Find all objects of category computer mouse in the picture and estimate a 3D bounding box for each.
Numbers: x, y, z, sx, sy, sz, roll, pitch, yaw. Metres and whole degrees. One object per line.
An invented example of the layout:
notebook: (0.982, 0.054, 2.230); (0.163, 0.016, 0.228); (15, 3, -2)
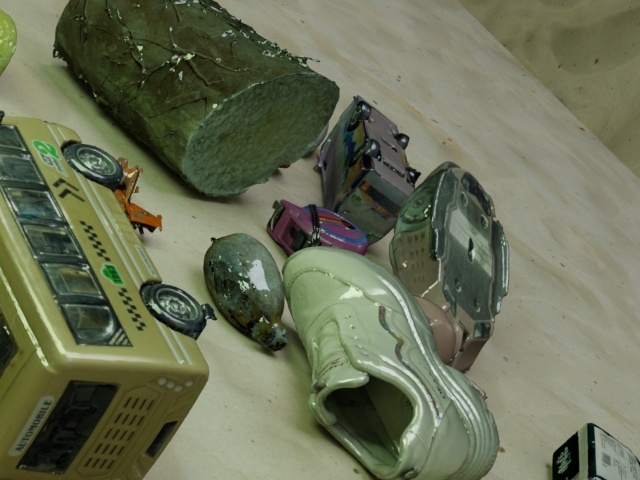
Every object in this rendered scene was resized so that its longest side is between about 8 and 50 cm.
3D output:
computer mouse: (0.165, 0.057, 2.123); (0.199, 0.115, 0.389); (42, 43, -34)

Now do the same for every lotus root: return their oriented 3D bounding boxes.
lotus root: (-0.085, 0.056, 1.790); (0.088, 0.088, 0.165); (14, 39, -48)

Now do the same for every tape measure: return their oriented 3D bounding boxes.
tape measure: (0.000, 0.000, 2.070); (0.118, 0.074, 0.125); (15, 24, -36)

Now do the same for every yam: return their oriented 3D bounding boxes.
yam: (-0.178, -0.227, 2.050); (0.348, 0.241, 0.241); (40, 19, 22)

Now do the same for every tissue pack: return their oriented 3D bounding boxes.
tissue pack: (0.353, 0.313, 1.936); (0.103, 0.090, 0.170); (36, 21, -3)

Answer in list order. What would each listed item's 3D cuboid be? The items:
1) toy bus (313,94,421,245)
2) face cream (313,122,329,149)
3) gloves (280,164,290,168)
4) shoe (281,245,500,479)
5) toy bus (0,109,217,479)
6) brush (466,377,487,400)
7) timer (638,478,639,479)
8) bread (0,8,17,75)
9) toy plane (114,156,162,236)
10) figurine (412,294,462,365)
toy bus: (0.068, -0.108, 2.347); (0.112, 0.138, 0.317); (37, 17, -16)
face cream: (-0.022, -0.190, 2.495); (0.072, 0.051, 0.182); (28, 21, -7)
gloves: (-0.120, -0.193, 2.263); (0.140, 0.131, 0.219); (-90, 155, -68)
shoe: (0.047, 0.140, 1.728); (0.342, 0.132, 0.210); (52, 23, 20)
toy bus: (-0.256, 0.043, 1.380); (0.202, 0.177, 0.365); (10, 33, -41)
brush: (0.179, 0.213, 1.981); (0.051, 0.014, 0.164); (39, 20, 8)
timer: (0.436, 0.387, 1.750); (0.192, 0.194, 0.195); (33, 21, -11)
bread: (-0.437, -0.252, 1.855); (0.114, 0.111, 0.129); (33, 22, -35)
toy plane: (-0.236, -0.024, 1.755); (0.135, 0.062, 0.188); (27, 36, -27)
figurine: (0.104, 0.120, 1.894); (0.138, 0.125, 0.125); (24, 23, -44)
